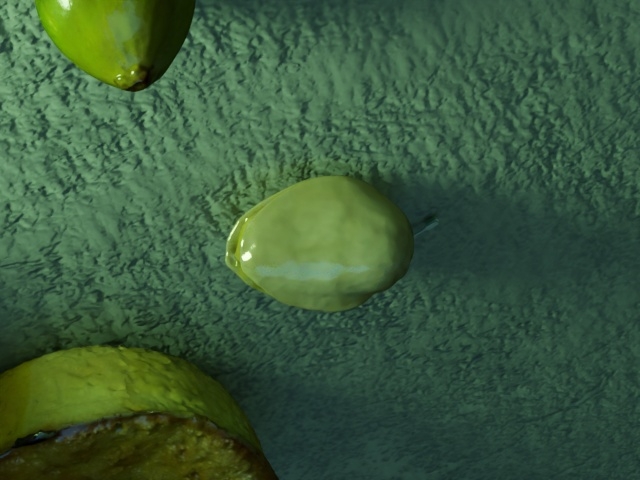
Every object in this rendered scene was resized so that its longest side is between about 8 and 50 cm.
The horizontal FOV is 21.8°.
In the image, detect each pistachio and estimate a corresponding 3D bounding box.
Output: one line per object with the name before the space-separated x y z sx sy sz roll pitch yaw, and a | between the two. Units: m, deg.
pistachio | 0.000 0.000 1.753 0.200 0.117 0.145 4 99 -15

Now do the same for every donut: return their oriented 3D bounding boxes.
donut | -0.245 0.267 1.930 0.435 0.163 0.378 6 134 -25

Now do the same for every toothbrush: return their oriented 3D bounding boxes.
toothbrush | 0.073 0.005 1.861 0.131 0.013 0.011 -27 131 11

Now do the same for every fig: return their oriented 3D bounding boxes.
fig | -0.173 -0.208 1.430 0.136 0.121 0.153 -22 118 12
